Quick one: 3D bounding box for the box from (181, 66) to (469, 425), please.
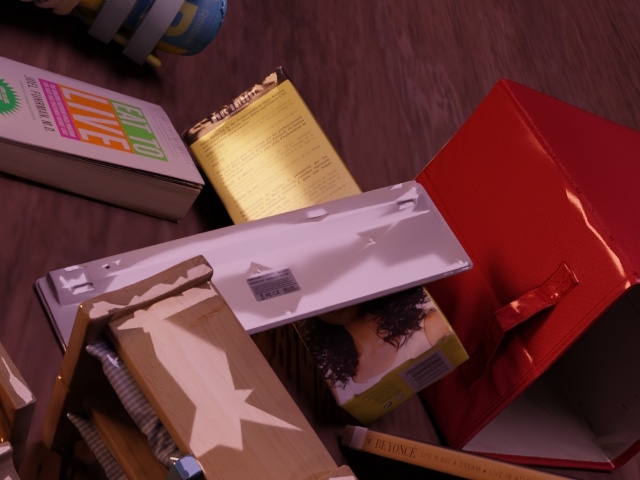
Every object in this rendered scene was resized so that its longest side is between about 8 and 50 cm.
[{"bbox_3d":[0.000,0.000,0.860,0.232,0.087,0.058,57,3,29],"label":"box"}]

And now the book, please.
[{"bbox_3d":[-0.155,-0.069,0.843,0.144,0.035,0.096,14,35,-38],"label":"book"}]

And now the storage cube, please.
[{"bbox_3d":[0.170,0.029,0.937,0.215,0.183,0.193,13,38,-41],"label":"storage cube"}]

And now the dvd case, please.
[{"bbox_3d":[0.139,0.144,0.757,0.164,0.221,0.018,20,80,-33],"label":"dvd case"}]

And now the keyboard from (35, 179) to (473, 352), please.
[{"bbox_3d":[-0.032,0.019,0.770,0.256,0.014,0.072,-15,63,-25],"label":"keyboard"}]

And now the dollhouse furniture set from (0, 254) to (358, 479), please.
[{"bbox_3d":[-0.108,0.119,0.570,0.184,0.129,0.129,-23,65,-33],"label":"dollhouse furniture set"}]

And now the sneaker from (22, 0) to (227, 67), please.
[{"bbox_3d":[-0.173,-0.193,0.891,0.208,0.127,0.319,40,29,0],"label":"sneaker"}]
